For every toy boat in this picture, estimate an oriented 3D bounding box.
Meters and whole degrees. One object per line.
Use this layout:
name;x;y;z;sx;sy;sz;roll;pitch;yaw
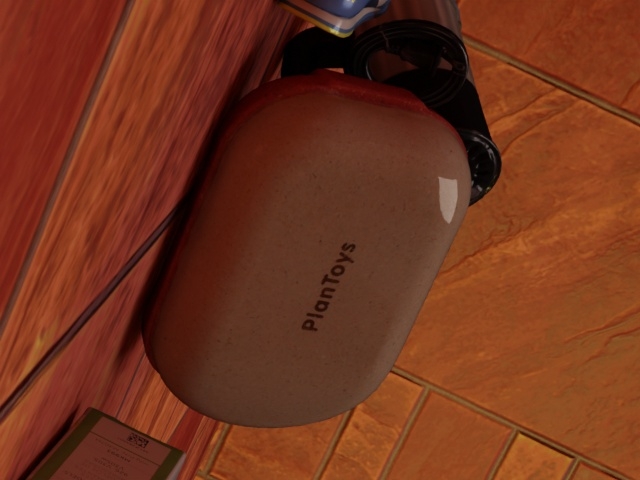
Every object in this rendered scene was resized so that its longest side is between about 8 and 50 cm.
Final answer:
toy boat;-0.020;-0.007;1.024;0.231;0.151;0.151;-65;-153;26

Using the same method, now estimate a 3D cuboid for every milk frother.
milk frother;0.054;-0.112;1.082;0.143;0.129;0.134;-54;-145;41

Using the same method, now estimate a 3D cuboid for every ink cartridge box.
ink cartridge box;-0.134;0.170;0.844;0.209;0.062;0.109;-59;174;-73

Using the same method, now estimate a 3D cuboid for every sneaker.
sneaker;0.019;-0.157;0.984;0.144;0.053;0.059;-64;176;-67
